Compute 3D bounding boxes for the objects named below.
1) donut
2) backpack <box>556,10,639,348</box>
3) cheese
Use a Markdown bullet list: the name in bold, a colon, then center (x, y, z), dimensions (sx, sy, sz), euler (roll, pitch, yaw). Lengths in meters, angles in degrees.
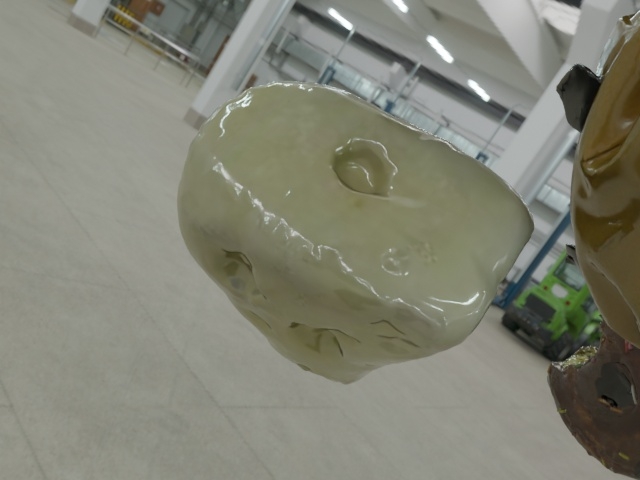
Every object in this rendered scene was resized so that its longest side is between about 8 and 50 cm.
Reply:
- **donut**: center (0.422, 0.199, 0.829), dimensions (0.096, 0.230, 0.216), euler (-5, 38, -27)
- **backpack**: center (0.357, -0.042, 0.408), dimensions (0.378, 0.354, 0.201), euler (-5, 38, 9)
- **cheese**: center (-0.001, 0.001, 0.514), dimensions (0.248, 0.174, 0.251), euler (37, -28, 5)
